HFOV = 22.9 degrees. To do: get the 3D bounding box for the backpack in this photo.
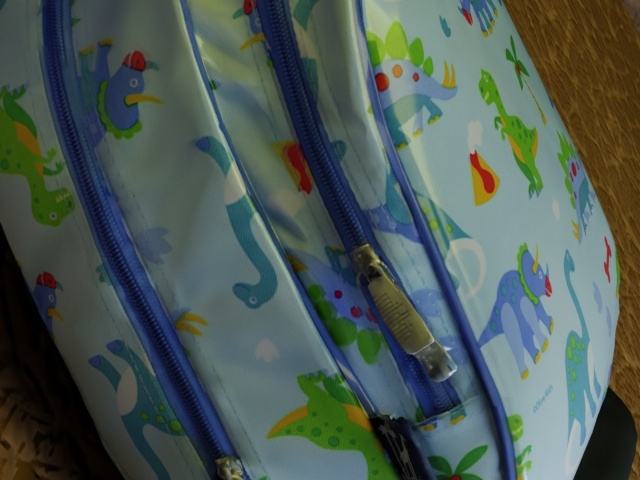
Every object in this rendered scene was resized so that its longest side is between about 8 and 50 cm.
[{"bbox_3d":[0.000,0.000,0.684,0.355,0.273,0.290,51,32,-6],"label":"backpack"}]
